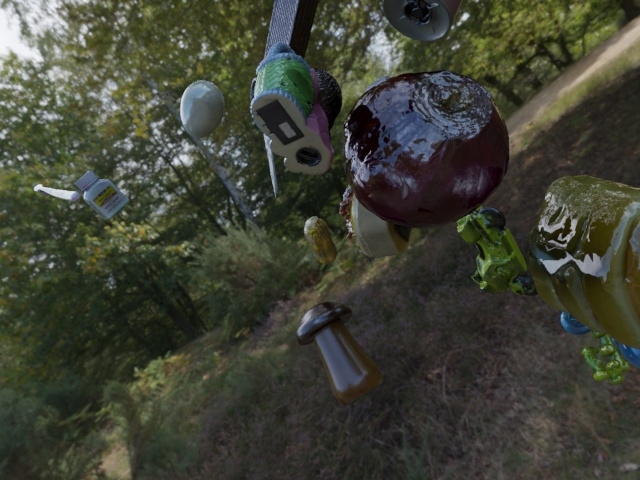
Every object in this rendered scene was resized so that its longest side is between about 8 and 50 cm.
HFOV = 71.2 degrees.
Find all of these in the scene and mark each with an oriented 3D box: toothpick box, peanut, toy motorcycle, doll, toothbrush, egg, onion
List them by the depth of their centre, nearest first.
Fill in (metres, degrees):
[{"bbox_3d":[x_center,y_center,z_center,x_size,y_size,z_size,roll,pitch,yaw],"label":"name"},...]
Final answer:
[{"bbox_3d":[-0.474,-0.085,0.803,0.257,0.024,0.018,10,62,46],"label":"toothbrush"},{"bbox_3d":[0.213,-0.154,0.867,0.336,0.261,0.282,5,-29,-20],"label":"onion"},{"bbox_3d":[0.758,0.200,1.108,0.345,0.342,0.099,-19,-31,-11],"label":"doll"},{"bbox_3d":[0.055,0.327,1.344,0.192,0.295,0.192,-29,-19,-11],"label":"toothpick box"},{"bbox_3d":[0.546,0.043,1.418,0.206,0.343,0.142,-23,16,42],"label":"toy motorcycle"},{"bbox_3d":[0.000,0.000,1.538,0.087,0.207,0.087,-12,44,12],"label":"peanut"},{"bbox_3d":[-0.422,-0.464,1.596,0.151,0.151,0.209,-38,-24,-53],"label":"egg"}]

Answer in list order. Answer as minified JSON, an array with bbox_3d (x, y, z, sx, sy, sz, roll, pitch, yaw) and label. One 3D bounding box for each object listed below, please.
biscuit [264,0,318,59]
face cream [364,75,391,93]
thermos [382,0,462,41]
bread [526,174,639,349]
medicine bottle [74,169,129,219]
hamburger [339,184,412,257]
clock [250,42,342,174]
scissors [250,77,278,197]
[{"bbox_3d":[-0.070,-0.636,1.229,0.073,0.107,0.389,-18,-38,-38],"label":"biscuit"},{"bbox_3d":[0.193,-0.469,1.429,0.095,0.091,0.091,-36,1,40],"label":"face cream"},{"bbox_3d":[0.246,-0.560,0.887,0.265,0.145,0.176,-64,5,-6],"label":"thermos"},{"bbox_3d":[0.557,0.045,0.867,0.209,0.301,0.341,-8,20,-8],"label":"bread"},{"bbox_3d":[-0.553,-0.117,1.125,0.074,0.118,0.055,-49,26,-23],"label":"medicine bottle"},{"bbox_3d":[0.158,-0.082,1.195,0.227,0.151,0.295,-64,-34,-21],"label":"hamburger"},{"bbox_3d":[-0.034,-0.242,0.782,0.100,0.194,0.196,-14,45,28],"label":"clock"},{"bbox_3d":[-0.126,-0.253,1.089,0.022,0.301,0.109,-10,1,-32],"label":"scissors"}]
